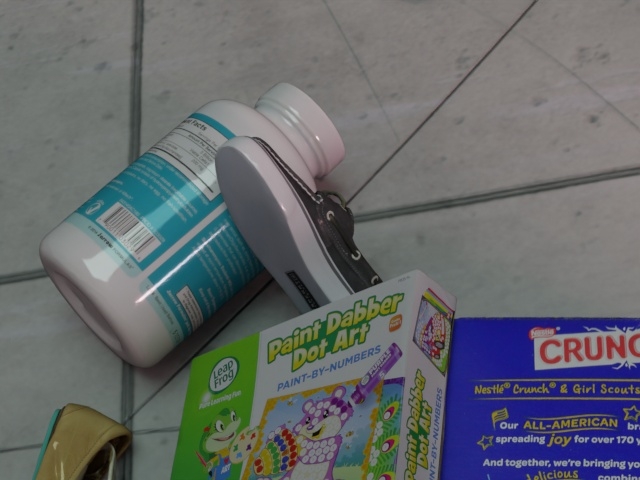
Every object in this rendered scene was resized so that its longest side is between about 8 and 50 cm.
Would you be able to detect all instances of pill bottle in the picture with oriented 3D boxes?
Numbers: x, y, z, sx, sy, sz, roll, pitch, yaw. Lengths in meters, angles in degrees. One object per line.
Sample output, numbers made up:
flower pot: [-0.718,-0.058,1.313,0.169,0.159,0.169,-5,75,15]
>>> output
pill bottle: [-0.103,-0.023,1.338,0.264,0.146,0.146,-41,55,-17]

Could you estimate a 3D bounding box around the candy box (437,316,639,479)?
candy box: [0.208,0.213,1.094,0.268,0.122,0.317,-1,55,16]

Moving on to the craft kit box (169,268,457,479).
craft kit box: [-0.016,0.169,1.158,0.249,0.061,0.247,-24,41,36]

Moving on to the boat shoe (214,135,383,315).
boat shoe: [0.000,0.000,1.266,0.076,0.228,0.080,-43,15,-31]

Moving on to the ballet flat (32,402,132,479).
ballet flat: [-0.211,0.235,1.221,0.073,0.080,0.232,14,59,6]
